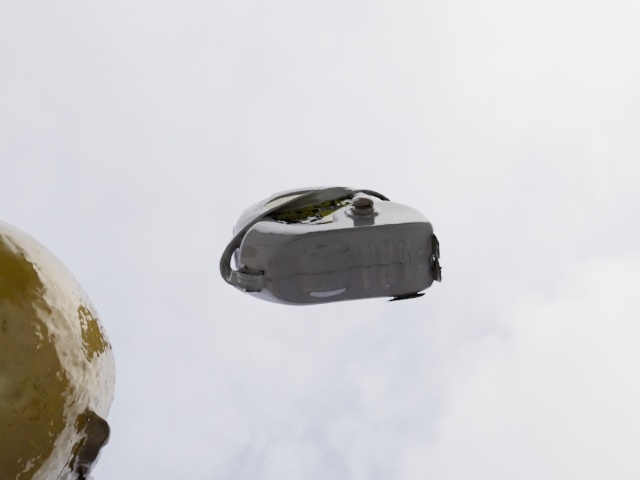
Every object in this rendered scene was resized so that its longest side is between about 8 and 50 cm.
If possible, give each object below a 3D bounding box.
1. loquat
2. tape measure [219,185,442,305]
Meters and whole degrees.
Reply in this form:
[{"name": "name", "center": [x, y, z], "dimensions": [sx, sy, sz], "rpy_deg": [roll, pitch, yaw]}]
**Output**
[{"name": "loquat", "center": [-0.241, 0.107, 0.476], "dimensions": [0.243, 0.244, 0.244], "rpy_deg": [1, -103, -2]}, {"name": "tape measure", "center": [0.000, 0.000, 0.866], "dimensions": [0.236, 0.197, 0.120], "rpy_deg": [-7, -67, -6]}]
